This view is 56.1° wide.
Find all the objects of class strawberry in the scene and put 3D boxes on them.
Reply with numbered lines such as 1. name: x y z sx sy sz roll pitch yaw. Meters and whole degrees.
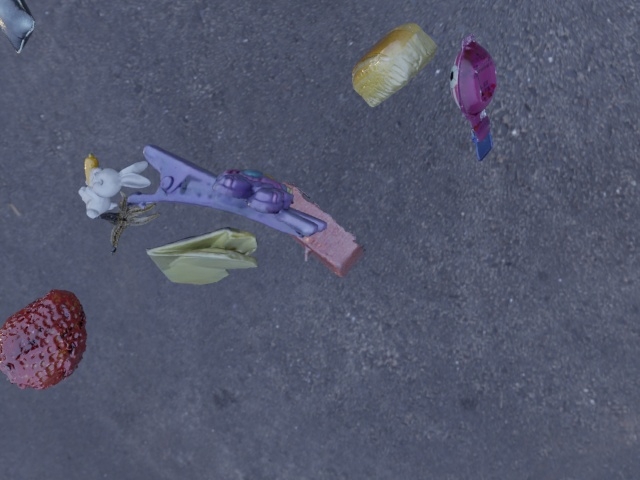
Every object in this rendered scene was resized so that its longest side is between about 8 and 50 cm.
1. strawberry: -0.269 0.094 0.589 0.083 0.083 0.096 23 94 7

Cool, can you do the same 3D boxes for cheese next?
1. cheese: 0.303 -0.277 1.172 0.062 0.155 0.244 7 127 38

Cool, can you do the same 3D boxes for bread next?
1. bread: 0.147 -0.379 1.299 0.106 0.140 0.236 45 163 -9

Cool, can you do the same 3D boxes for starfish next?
1. starfish: -0.401 -0.035 1.206 0.041 0.133 0.130 32 99 41

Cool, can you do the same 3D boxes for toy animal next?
1. toy animal: -0.542 -0.155 1.558 0.182 0.127 0.131 -42 58 27

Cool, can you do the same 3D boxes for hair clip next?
1. hair clip: -0.129 -0.066 0.792 0.279 0.137 0.090 10 95 13

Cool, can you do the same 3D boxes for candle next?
1. candle: 0.000 0.000 1.560 0.131 0.287 0.317 -51 128 -3

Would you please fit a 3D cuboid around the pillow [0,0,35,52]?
1. pillow: -0.547 -0.408 1.054 0.091 0.055 0.135 -26 87 16

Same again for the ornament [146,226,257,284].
1. ornament: -0.221 0.031 1.053 0.201 0.180 0.059 -25 64 46
